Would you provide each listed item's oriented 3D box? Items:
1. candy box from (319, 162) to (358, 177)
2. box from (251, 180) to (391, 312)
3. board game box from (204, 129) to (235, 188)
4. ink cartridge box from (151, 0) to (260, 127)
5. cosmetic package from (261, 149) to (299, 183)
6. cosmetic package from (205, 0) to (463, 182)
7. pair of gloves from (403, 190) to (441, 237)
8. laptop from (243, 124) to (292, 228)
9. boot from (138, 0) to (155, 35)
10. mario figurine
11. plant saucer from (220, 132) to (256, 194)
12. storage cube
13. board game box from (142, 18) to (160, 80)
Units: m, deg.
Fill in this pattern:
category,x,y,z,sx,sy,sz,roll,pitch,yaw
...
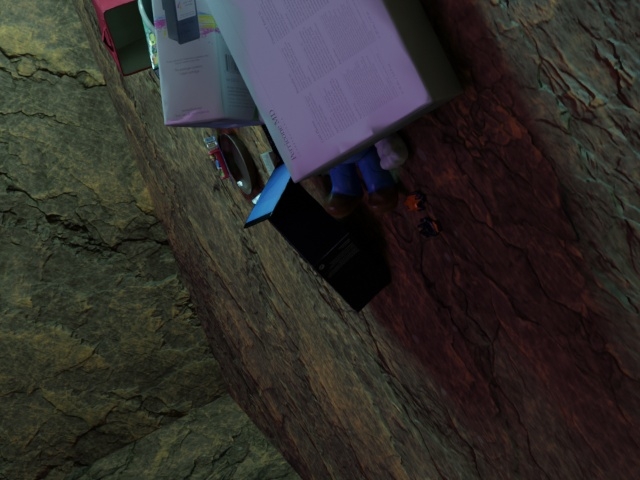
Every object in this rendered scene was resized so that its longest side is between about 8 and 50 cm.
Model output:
category,x,y,z,sx,sy,sz,roll,pitch,yaw
candy box,-0.019,-0.207,1.833,0.233,0.071,0.159,18,131,68
box,0.000,0.000,1.921,0.261,0.103,0.184,46,177,45
board game box,-0.272,-0.208,2.581,0.133,0.033,0.168,77,170,-57
ink cartridge box,-0.177,-0.369,1.611,0.207,0.119,0.353,-11,-84,-66
cosmetic package,-0.086,-0.149,2.162,0.115,0.041,0.060,67,162,-10
cosmetic package,-0.002,-0.311,1.390,0.284,0.097,0.377,-26,89,39
pair of gloves,0.170,-0.043,1.614,0.083,0.010,0.074,61,161,2
laptop,-0.117,-0.177,1.808,0.264,0.137,0.234,65,163,-3
boot,-0.274,-0.366,1.882,0.244,0.088,0.176,55,162,17
mario figurine,0.018,-0.175,1.583,0.170,0.198,0.320,-121,9,-61
plant saucer,-0.204,-0.199,2.459,0.168,0.029,0.168,54,160,29
storage cube,-0.448,-0.549,2.382,0.193,0.215,0.183,-125,18,-47
board game box,-0.321,-0.388,1.993,0.136,0.030,0.259,65,-174,-49
